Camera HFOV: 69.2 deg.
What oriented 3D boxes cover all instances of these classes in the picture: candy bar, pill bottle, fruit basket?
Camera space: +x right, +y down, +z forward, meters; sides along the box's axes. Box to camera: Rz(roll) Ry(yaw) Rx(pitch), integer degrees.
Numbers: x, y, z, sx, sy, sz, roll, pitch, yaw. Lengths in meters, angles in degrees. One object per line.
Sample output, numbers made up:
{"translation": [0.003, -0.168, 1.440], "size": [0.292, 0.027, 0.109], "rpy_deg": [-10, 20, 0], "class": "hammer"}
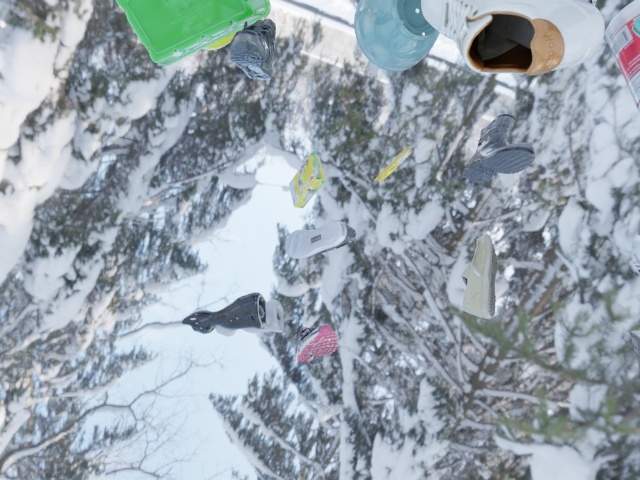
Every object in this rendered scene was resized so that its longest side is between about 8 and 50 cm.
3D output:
{"translation": [0.242, -0.249, 1.532], "size": [0.040, 0.161, 0.018], "rpy_deg": [7, -133, -45], "class": "candy bar"}
{"translation": [1.019, -0.497, 1.341], "size": [0.228, 0.229, 0.408], "rpy_deg": [0, -110, -39], "class": "pill bottle"}
{"translation": [-0.332, -0.644, 1.258], "size": [0.391, 0.283, 0.392], "rpy_deg": [-18, -145, 13], "class": "fruit basket"}

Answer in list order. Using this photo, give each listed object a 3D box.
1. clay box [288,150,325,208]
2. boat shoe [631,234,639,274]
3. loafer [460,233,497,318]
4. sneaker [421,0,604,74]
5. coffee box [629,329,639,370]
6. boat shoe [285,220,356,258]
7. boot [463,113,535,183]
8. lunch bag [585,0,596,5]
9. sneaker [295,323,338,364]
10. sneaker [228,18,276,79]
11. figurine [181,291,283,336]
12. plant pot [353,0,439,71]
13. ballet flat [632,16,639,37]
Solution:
{"translation": [-0.050, -0.246, 1.885], "size": [0.053, 0.222, 0.128], "rpy_deg": [7, -125, -33], "class": "clay box"}
{"translation": [0.803, 0.043, 1.149], "size": [0.066, 0.063, 0.184], "rpy_deg": [33, -179, 38], "class": "boat shoe"}
{"translation": [0.455, 0.096, 1.339], "size": [0.091, 0.102, 0.269], "rpy_deg": [-5, -128, 29], "class": "loafer"}
{"translation": [0.208, -0.295, 0.613], "size": [0.123, 0.106, 0.290], "rpy_deg": [-25, -138, -16], "class": "sneaker"}
{"translation": [0.696, 0.251, 0.909], "size": [0.098, 0.141, 0.246], "rpy_deg": [-13, 171, 25], "class": "coffee box"}
{"translation": [0.000, 0.000, 1.217], "size": [0.076, 0.228, 0.080], "rpy_deg": [10, -112, -41], "class": "boat shoe"}
{"translation": [0.614, -0.337, 1.575], "size": [0.118, 0.223, 0.338], "rpy_deg": [25, 171, -14], "class": "boot"}
{"translation": [0.497, -0.570, 1.107], "size": [0.120, 0.258, 0.293], "rpy_deg": [-30, -171, -9], "class": "lunch bag"}
{"translation": [-0.029, 0.340, 1.571], "size": [0.120, 0.299, 0.112], "rpy_deg": [0, -117, -18], "class": "sneaker"}
{"translation": [-0.155, -0.463, 1.067], "size": [0.087, 0.131, 0.227], "rpy_deg": [2, -175, 6], "class": "sneaker"}
{"translation": [-0.224, 0.208, 1.226], "size": [0.209, 0.093, 0.215], "rpy_deg": [-11, 163, 12], "class": "figurine"}
{"translation": [0.281, -0.724, 1.513], "size": [0.292, 0.293, 0.196], "rpy_deg": [12, -177, -20], "class": "plant pot"}
{"translation": [0.676, -0.344, 0.802], "size": [0.247, 0.087, 0.083], "rpy_deg": [40, -117, 11], "class": "ballet flat"}
